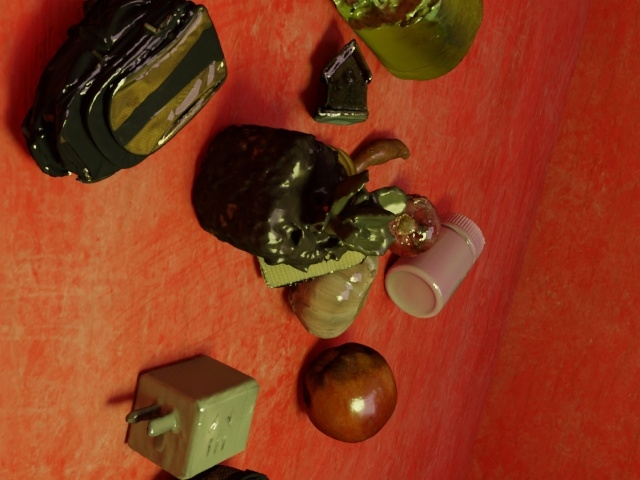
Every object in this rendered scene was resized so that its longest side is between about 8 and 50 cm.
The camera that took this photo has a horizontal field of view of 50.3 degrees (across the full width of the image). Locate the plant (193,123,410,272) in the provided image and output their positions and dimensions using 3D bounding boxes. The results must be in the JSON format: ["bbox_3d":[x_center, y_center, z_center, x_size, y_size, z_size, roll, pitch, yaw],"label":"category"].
[{"bbox_3d":[-0.027,-0.055,1.075,0.215,0.312,0.213,23,90,-64],"label":"plant"}]

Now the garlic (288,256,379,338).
[{"bbox_3d":[0.024,0.095,1.416,0.228,0.152,0.228,-53,164,-22],"label":"garlic"}]

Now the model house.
[{"bbox_3d":[0.042,-0.296,1.285,0.165,0.106,0.152,-137,-129,-83],"label":"model house"}]

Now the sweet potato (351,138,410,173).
[{"bbox_3d":[0.129,-0.192,1.527,0.255,0.058,0.078,-28,151,-46],"label":"sweet potato"}]

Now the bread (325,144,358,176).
[{"bbox_3d":[0.010,-0.088,1.336,0.213,0.104,0.213,-33,131,-47],"label":"bread"}]

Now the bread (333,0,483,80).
[{"bbox_3d":[0.192,-0.461,1.329,0.251,0.208,0.376,-66,155,2],"label":"bread"}]

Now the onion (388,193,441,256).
[{"bbox_3d":[0.227,-0.035,1.702,0.195,0.159,0.159,18,91,-73],"label":"onion"}]

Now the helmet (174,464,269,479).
[{"bbox_3d":[-0.217,0.512,1.253,0.279,0.160,0.230,-11,117,-71],"label":"helmet"}]

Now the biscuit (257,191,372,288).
[{"bbox_3d":[0.000,0.000,1.260,0.046,0.250,0.147,-101,173,-50],"label":"biscuit"}]

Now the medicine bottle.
[{"bbox_3d":[0.319,0.063,1.888,0.290,0.178,0.178,-44,142,-40],"label":"medicine bottle"}]

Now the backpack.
[{"bbox_3d":[-0.244,-0.179,0.822,0.258,0.133,0.206,-54,157,-17],"label":"backpack"}]

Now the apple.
[{"bbox_3d":[0.064,0.347,1.596,0.230,0.230,0.230,-38,138,-45],"label":"apple"}]

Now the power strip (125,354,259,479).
[{"bbox_3d":[-0.225,0.292,1.121,0.224,0.139,0.140,-6,113,-59],"label":"power strip"}]
